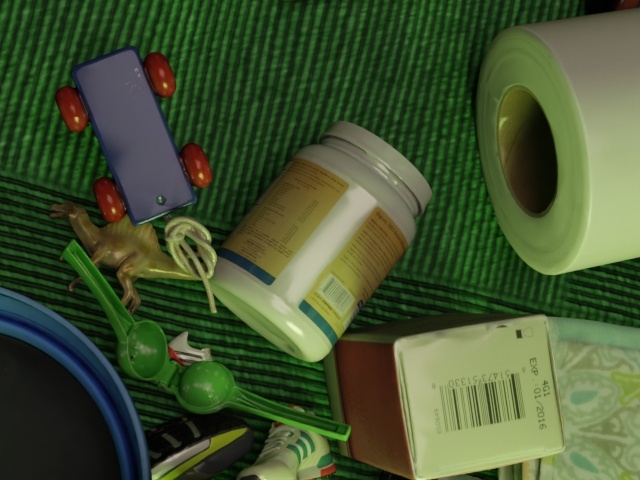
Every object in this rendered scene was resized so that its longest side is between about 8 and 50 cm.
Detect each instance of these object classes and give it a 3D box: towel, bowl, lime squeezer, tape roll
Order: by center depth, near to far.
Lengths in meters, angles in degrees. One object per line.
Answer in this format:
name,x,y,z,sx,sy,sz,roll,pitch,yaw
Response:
bowl,-0.337,0.227,1.161,0.391,0.077,0.391,0,73,1
lime squeezer,-0.119,0.108,1.256,0.310,0.110,0.059,36,36,-11
tape roll,0.276,-0.099,1.324,0.169,0.246,0.246,-11,89,-17
towel,0.352,0.251,1.364,0.375,0.090,0.320,9,66,-11

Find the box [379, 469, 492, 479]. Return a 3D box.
box,0.105,0.293,1.297,0.093,0.158,0.156,19,81,-13

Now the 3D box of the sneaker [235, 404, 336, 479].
sneaker,-0.039,0.197,1.281,0.057,0.161,0.075,-16,82,24

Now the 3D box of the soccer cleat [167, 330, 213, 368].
soccer cleat,-0.113,0.123,1.315,0.083,0.029,0.035,43,83,-4

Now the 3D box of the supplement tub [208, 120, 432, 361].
supplement tub,0.000,0.000,1.293,0.144,0.144,0.199,40,78,-10

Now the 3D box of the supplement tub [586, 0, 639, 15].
supplement tub,0.391,-0.257,1.437,0.198,0.106,0.106,10,84,-14

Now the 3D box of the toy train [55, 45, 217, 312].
toy train,-0.157,-0.052,1.261,0.105,0.143,0.248,-22,98,-7

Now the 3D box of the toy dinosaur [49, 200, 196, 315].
toy dinosaur,-0.179,0.024,1.290,0.183,0.053,0.092,25,79,-13

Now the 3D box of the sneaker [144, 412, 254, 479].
sneaker,-0.176,0.276,1.260,0.300,0.111,0.121,-39,107,-8

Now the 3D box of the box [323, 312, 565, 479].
box,0.107,0.139,1.268,0.149,0.232,0.126,-8,89,-16
